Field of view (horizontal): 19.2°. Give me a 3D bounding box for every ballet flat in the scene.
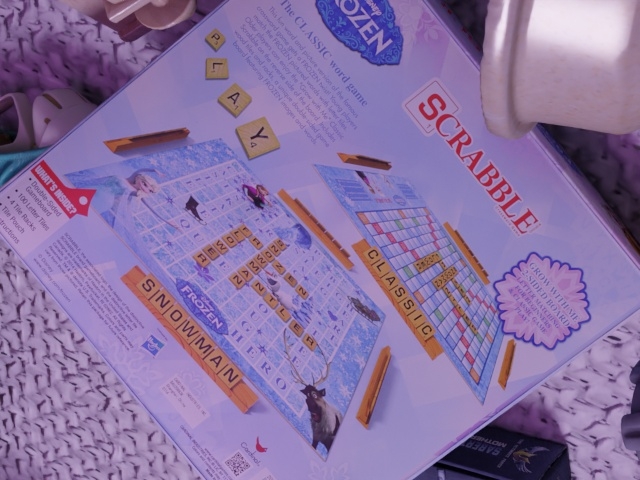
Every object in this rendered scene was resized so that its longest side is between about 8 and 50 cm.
[{"bbox_3d":[-0.216,-0.073,1.453,0.247,0.083,0.087,-5,104,39],"label":"ballet flat"}]

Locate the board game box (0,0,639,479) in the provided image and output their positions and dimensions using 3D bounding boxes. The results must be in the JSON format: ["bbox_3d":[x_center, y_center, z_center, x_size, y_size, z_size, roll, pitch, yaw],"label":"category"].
[{"bbox_3d":[0.000,0.000,1.220,0.318,0.066,0.318,-37,95,14],"label":"board game box"}]

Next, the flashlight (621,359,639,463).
[{"bbox_3d":[0.330,0.101,1.123,0.304,0.103,0.103,-8,141,42],"label":"flashlight"}]

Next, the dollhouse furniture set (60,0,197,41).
[{"bbox_3d":[-0.047,-0.292,1.149,0.356,0.174,0.303,-29,65,20],"label":"dollhouse furniture set"}]

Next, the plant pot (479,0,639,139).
[{"bbox_3d":[0.271,-0.156,0.840,0.305,0.334,0.333,20,133,13],"label":"plant pot"}]

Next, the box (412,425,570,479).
[{"bbox_3d":[0.106,0.241,1.440,0.183,0.059,0.232,12,127,31],"label":"box"}]
